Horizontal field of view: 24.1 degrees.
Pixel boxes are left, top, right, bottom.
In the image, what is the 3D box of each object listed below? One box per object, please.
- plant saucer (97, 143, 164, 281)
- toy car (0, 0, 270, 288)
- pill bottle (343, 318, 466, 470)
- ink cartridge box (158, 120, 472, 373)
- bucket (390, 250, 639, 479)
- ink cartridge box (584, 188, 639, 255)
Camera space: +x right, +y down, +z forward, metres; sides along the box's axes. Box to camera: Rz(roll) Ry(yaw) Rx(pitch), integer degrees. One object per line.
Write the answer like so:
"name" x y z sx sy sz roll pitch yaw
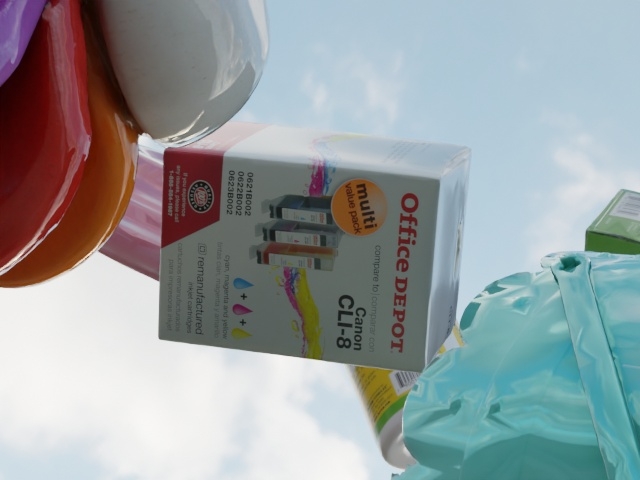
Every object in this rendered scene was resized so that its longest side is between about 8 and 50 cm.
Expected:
"plant saucer" -0.074 -0.003 1.280 0.332 0.084 0.332 23 3 -1
"toy car" -0.108 -0.058 0.399 0.159 0.136 0.182 -9 -42 15
"pill bottle" 0.092 0.120 1.666 0.136 0.245 0.136 -14 -38 -11
"ink cartridge box" 0.000 0.000 0.962 0.176 0.127 0.128 6 -77 12
"bucket" 0.183 0.135 0.655 0.281 0.281 0.183 53 -30 -19
"ink cartridge box" 0.288 0.068 1.433 0.062 0.109 0.209 14 -61 23
